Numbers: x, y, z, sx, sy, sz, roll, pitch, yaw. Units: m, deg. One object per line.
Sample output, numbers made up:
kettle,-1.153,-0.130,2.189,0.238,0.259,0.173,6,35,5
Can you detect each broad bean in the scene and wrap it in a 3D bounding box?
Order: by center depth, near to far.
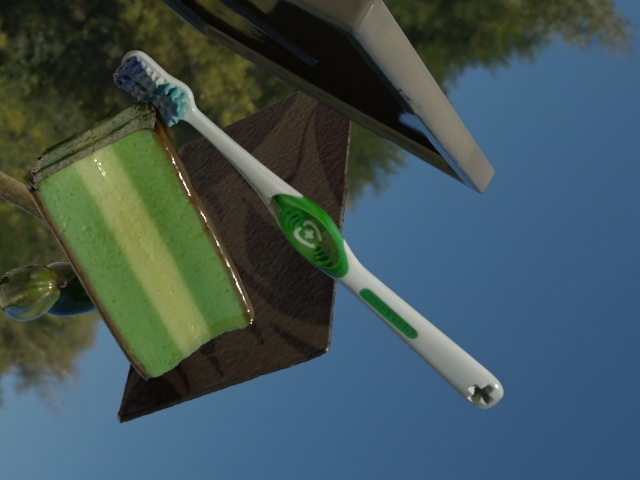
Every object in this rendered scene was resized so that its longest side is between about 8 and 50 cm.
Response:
broad bean,-0.224,0.042,0.971,0.070,0.048,0.213,-9,177,2

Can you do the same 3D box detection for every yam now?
yam,-0.244,-0.035,0.942,0.021,0.116,0.021,-58,-177,5

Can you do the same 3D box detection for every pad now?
pad,-0.069,-0.006,0.990,0.220,0.004,0.330,-22,-138,28

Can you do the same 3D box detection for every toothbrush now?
toothbrush,0.000,-0.001,0.661,0.030,0.304,0.030,-44,-164,16

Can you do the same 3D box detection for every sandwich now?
sandwich,-0.091,-0.002,0.587,0.074,0.116,0.074,-28,-161,-4

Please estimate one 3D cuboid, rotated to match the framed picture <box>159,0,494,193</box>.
framed picture,-0.025,-0.089,0.457,0.016,0.184,0.250,-59,161,1
